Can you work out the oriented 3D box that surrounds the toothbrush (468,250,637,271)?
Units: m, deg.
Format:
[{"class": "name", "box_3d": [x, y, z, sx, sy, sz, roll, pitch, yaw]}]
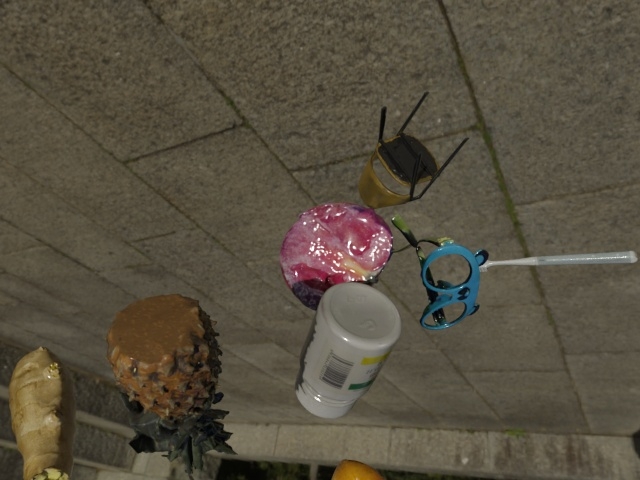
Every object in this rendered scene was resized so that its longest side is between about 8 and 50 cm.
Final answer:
[{"class": "toothbrush", "box_3d": [0.509, 0.048, 1.104, 0.342, 0.025, 0.030, -6, 141, 26]}]

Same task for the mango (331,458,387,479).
[{"class": "mango", "box_3d": [0.090, 0.489, 0.886, 0.141, 0.102, 0.217, 8, 138, 47]}]

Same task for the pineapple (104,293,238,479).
[{"class": "pineapple", "box_3d": [-0.222, 0.255, 0.762, 0.165, 0.166, 0.365, 6, 126, 6]}]

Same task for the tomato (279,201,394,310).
[{"class": "tomato", "box_3d": [0.053, 0.035, 1.428, 0.289, 0.335, 0.176, 35, -170, 11]}]

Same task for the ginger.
[{"class": "ginger", "box_3d": [-0.632, 0.424, 1.085, 0.236, 0.376, 0.166, -41, 127, 19]}]

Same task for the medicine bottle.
[{"class": "medicine bottle", "box_3d": [0.057, 0.291, 1.262, 0.208, 0.208, 0.340, 14, 129, -6]}]

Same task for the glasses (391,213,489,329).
[{"class": "glasses", "box_3d": [0.183, 0.057, 0.897, 0.207, 0.102, 0.239, 34, 151, 37]}]

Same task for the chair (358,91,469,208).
[{"class": "chair", "box_3d": [0.199, -0.194, 1.179, 0.172, 0.159, 0.247, -23, 156, -22]}]
